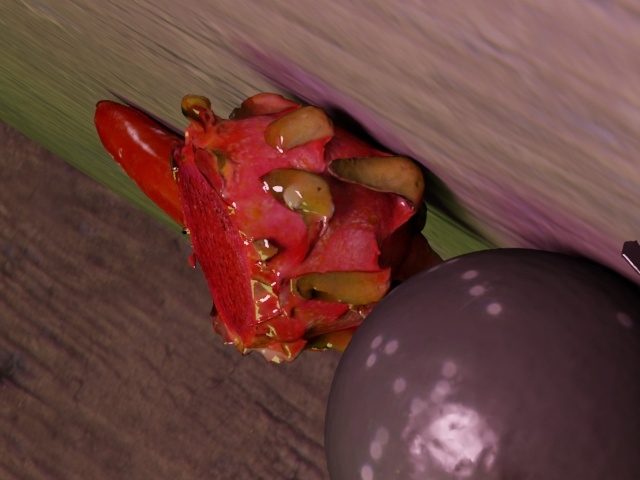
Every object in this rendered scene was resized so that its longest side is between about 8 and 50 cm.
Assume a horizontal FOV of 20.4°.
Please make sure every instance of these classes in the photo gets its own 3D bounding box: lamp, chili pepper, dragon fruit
[{"bbox_3d":[0.085,0.079,0.917,0.182,0.182,0.314,35,-174,-13],"label":"lamp"},{"bbox_3d":[-0.142,-0.075,1.543,0.169,0.065,0.088,39,-169,27],"label":"chili pepper"},{"bbox_3d":[0.000,0.000,0.952,0.207,0.150,0.133,25,-150,-39],"label":"dragon fruit"}]

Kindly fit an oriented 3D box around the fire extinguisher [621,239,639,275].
[{"bbox_3d":[0.167,0.050,0.742,0.062,0.050,0.177,50,-176,34],"label":"fire extinguisher"}]
